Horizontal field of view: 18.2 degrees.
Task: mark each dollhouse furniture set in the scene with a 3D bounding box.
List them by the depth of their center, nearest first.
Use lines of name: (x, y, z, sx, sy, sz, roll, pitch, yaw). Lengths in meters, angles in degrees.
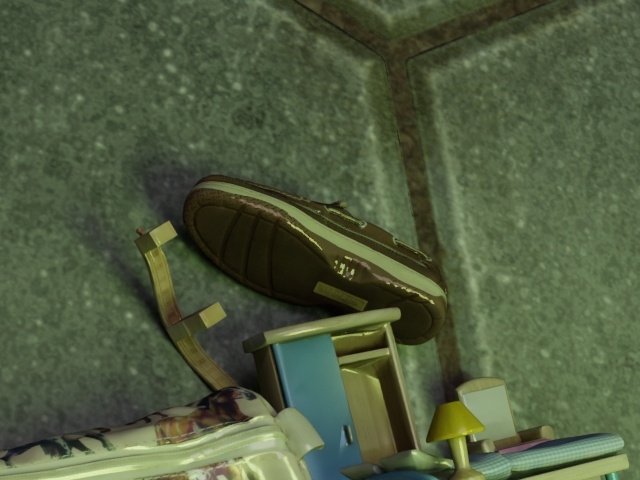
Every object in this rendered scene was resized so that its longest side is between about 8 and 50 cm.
dollhouse furniture set: (0.124, 0.130, 1.609, 0.286, 0.303, 0.198, -9, 82, -30)

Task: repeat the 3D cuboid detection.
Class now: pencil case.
pencil case: (-0.203, 0.212, 1.503, 0.410, 0.183, 0.160, -7, 62, -30)

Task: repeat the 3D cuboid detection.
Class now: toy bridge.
toy bridge: (-0.108, 0.070, 1.712, 0.026, 0.063, 0.188, -32, 94, -36)

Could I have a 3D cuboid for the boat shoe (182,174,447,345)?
boat shoe: (-0.004, 0.005, 1.804, 0.257, 0.095, 0.095, 29, 37, -13)
